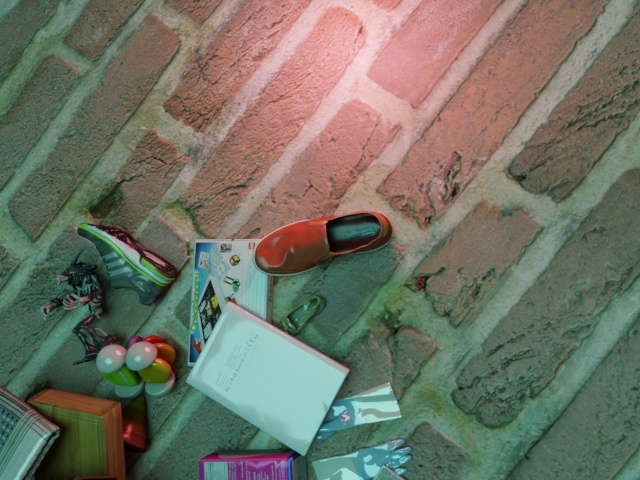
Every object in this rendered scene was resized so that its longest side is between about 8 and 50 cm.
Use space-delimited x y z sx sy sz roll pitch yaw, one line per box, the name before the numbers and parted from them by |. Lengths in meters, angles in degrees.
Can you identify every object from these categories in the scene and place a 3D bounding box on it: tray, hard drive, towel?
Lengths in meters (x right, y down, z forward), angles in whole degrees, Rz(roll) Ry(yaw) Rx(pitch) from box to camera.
tray | -0.557 0.559 1.434 0.203 0.076 0.410 5 106 16
hard drive | -0.120 0.305 1.392 0.319 0.040 0.210 27 89 15
towel | -0.754 0.482 1.334 0.312 0.056 0.324 21 74 28

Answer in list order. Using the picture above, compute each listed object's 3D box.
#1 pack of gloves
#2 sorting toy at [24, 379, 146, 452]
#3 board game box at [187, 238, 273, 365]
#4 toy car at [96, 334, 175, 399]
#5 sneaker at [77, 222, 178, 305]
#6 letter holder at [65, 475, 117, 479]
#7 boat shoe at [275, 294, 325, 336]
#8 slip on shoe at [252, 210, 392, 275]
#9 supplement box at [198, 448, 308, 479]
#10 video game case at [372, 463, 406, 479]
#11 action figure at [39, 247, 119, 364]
pack of gloves | 0.076 0.444 1.370 0.232 0.046 0.195 -21 76 12
sorting toy | -0.577 0.417 1.535 0.366 0.127 0.126 10 60 15
board game box | -0.214 0.150 1.485 0.193 0.053 0.305 0 82 14
toy car | -0.436 0.290 1.491 0.182 0.159 0.136 -8 41 13
sneaker | -0.506 0.053 1.554 0.300 0.111 0.121 32 95 19
letter holder | -0.544 0.618 1.342 0.302 0.214 0.151 -24 64 23
boat shoe | -0.055 0.181 1.440 0.153 0.048 0.056 -38 74 7
slip on shoe | 0.000 0.000 1.408 0.332 0.101 0.122 -13 80 6
supplement box | -0.149 0.531 1.383 0.220 0.111 0.113 -5 82 15
video game case | 0.139 0.560 1.343 0.087 0.011 0.122 34 96 9
action figure | -0.603 0.161 1.540 0.164 0.141 0.275 -27 79 41
